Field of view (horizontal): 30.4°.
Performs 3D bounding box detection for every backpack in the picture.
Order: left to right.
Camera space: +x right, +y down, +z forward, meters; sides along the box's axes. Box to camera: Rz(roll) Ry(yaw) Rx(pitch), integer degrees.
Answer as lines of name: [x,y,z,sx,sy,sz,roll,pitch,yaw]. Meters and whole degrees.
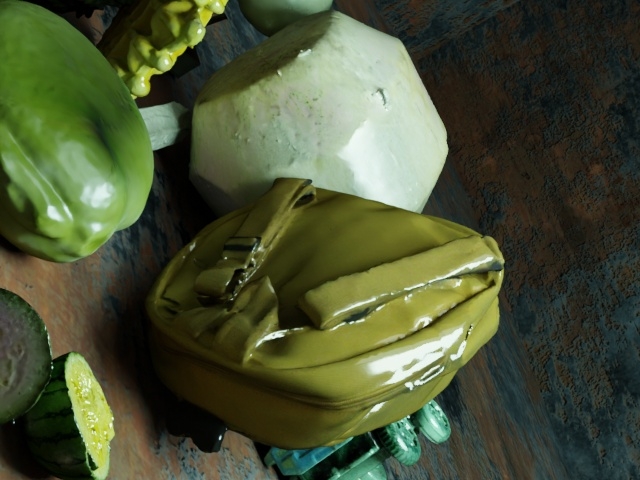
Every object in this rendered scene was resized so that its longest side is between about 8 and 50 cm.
backpack: [-0.008,0.077,1.209,0.378,0.353,0.201,-24,121,-42]

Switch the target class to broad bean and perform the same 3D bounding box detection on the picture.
broad bean: [-0.252,-0.103,1.089,0.238,0.119,0.291,30,31,-45]

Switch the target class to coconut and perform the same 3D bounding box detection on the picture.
coconut: [0.008,-0.107,1.507,0.353,0.352,0.353,54,18,-26]

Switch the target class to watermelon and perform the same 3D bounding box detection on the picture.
watermelon: [-0.201,0.142,0.922,0.105,0.062,0.106,-17,90,-86]

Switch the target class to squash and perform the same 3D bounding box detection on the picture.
squash: [-0.243,0.081,0.891,0.105,0.105,0.132,61,-2,-2]

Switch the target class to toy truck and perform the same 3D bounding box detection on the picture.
toy truck: [0.039,0.219,1.393,0.156,0.155,0.279,55,15,12]

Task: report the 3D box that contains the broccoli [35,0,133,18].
broccoli: [-0.278,-0.417,1.289,0.338,0.277,0.317,54,35,3]

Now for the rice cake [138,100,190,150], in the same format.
rice cake: [-0.213,-0.125,1.357,0.256,0.057,0.052,-40,118,-74]

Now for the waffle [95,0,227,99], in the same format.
waffle: [-0.172,-0.262,1.310,0.065,0.309,0.283,40,55,-24]

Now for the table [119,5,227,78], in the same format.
table: [-0.217,-0.369,1.652,0.121,0.111,0.240,36,30,-55]

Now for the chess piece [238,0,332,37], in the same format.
chess piece: [-0.118,-0.404,1.540,0.330,0.182,0.182,45,18,-7]
